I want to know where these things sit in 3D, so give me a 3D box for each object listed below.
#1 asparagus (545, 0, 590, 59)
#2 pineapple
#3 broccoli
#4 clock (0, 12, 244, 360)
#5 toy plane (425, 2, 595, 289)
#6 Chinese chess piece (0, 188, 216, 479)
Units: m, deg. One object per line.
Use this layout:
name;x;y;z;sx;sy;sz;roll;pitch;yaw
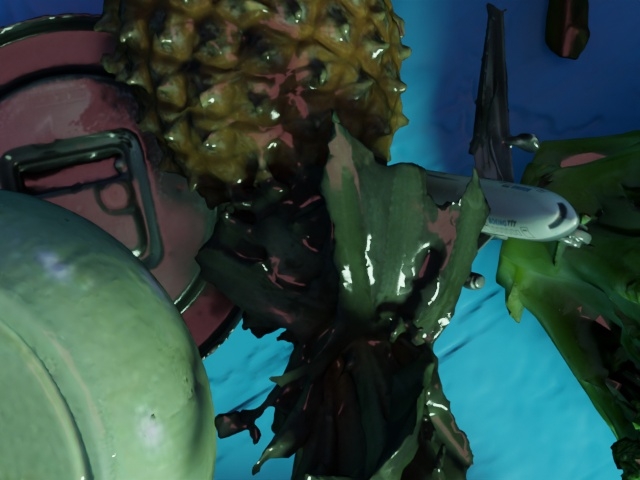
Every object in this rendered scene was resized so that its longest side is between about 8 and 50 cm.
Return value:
asparagus;0.147;-0.158;1.090;0.025;0.021;0.108;6;87;-11
pineapple;0.003;-0.002;0.923;0.166;0.165;0.364;-16;73;-7
broccoli;0.211;0.021;1.004;0.242;0.261;0.269;18;115;19
clock;-0.133;-0.017;1.042;0.215;0.042;0.215;0;88;-7
toy plane;0.069;-0.021;0.989;0.058;0.226;0.226;26;84;-38
Chinese chess piece;-0.176;0.097;0.952;0.250;0.101;0.250;7;107;23
